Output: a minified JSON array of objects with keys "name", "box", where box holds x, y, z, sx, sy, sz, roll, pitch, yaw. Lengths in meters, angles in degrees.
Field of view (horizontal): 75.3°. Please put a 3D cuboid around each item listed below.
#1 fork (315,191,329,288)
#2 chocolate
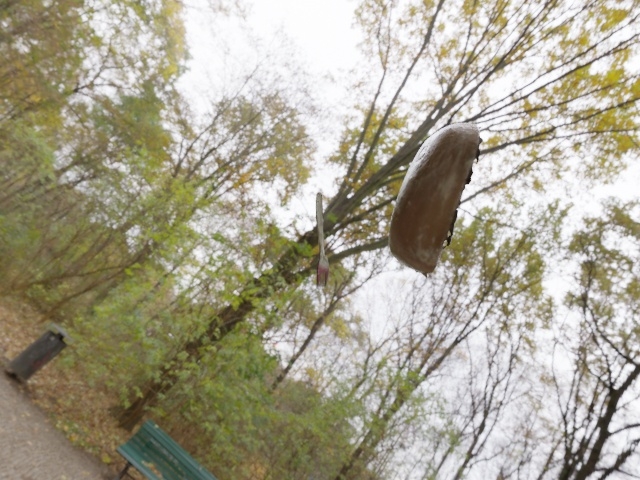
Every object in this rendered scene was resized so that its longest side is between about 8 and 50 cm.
[{"name":"fork","box":[0.000,0.000,0.488,0.012,0.016,0.115,4,-85,61]},{"name":"chocolate","box":[0.171,-0.077,0.687,0.083,0.261,0.161,20,-1,-5]}]
